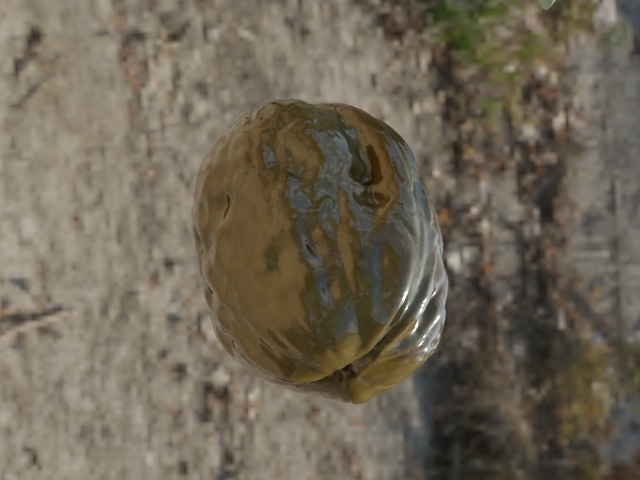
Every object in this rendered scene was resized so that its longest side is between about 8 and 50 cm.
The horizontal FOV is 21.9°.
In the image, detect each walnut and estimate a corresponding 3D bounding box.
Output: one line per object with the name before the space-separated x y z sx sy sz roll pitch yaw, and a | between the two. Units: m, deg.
walnut | 0.000 0.000 0.964 0.155 0.155 0.184 50 21 -59

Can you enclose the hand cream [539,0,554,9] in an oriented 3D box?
hand cream | 0.239 -0.283 1.454 0.050 0.205 0.078 -22 81 -35
